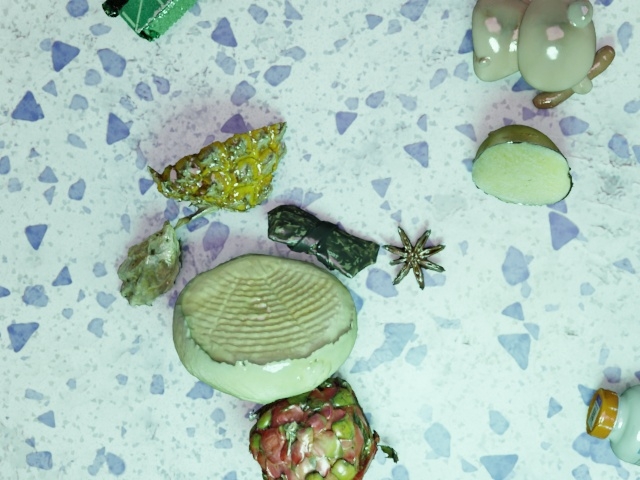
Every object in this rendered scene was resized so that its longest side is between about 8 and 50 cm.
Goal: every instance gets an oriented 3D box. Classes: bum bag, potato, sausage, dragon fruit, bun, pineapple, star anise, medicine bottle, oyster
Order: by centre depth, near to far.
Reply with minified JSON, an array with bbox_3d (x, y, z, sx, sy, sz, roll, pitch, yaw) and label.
[{"bbox_3d":[-0.109,0.193,1.653,0.364,0.364,0.202,6,124,6],"label":"bun"},{"bbox_3d":[0.679,0.379,1.657,0.288,0.157,0.157,17,96,4],"label":"medicine bottle"},{"bbox_3d":[0.403,-0.166,1.668,0.202,0.182,0.117,13,53,-2],"label":"potato"},{"bbox_3d":[-0.009,0.411,1.668,0.250,0.291,0.269,-32,93,2],"label":"dragon fruit"},{"bbox_3d":[0.509,-0.320,1.680,0.186,0.043,0.043,-37,90,8],"label":"sausage"},{"bbox_3d":[-0.208,-0.120,1.715,0.334,0.161,0.158,-17,94,5],"label":"pineapple"},{"bbox_3d":[0.000,0.000,1.736,0.248,0.102,0.069,22,126,5],"label":"bum bag"},{"bbox_3d":[0.196,0.035,1.740,0.141,0.042,0.141,0,92,8],"label":"star anise"},{"bbox_3d":[-0.362,0.062,1.777,0.209,0.072,0.133,-31,88,21],"label":"oyster"}]

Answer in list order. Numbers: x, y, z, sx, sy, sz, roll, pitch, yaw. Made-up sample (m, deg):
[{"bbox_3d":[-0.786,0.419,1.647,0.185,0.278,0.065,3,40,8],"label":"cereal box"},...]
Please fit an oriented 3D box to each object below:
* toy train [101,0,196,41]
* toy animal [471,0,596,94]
[{"bbox_3d":[-0.326,-0.536,1.717,0.269,0.115,0.154,-42,87,6],"label":"toy train"},{"bbox_3d":[0.396,-0.389,1.604,0.221,0.210,0.230,-18,53,1],"label":"toy animal"}]
